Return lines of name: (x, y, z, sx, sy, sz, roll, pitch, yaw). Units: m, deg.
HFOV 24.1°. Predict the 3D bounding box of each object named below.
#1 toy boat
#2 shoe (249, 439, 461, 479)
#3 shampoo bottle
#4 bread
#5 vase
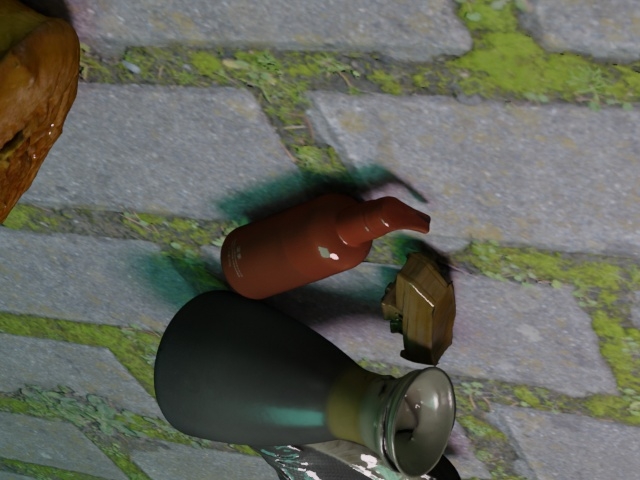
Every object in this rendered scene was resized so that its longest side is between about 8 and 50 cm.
toy boat: (0.098, 0.075, 1.568, 0.072, 0.064, 0.206, 30, 158, 17)
shoe: (-0.002, 0.297, 1.881, 0.336, 0.171, 0.132, 24, -164, -11)
shampoo bottle: (-0.002, 0.000, 1.486, 0.085, 0.085, 0.244, 38, 148, -27)
bread: (-0.318, -0.114, 1.359, 0.145, 0.268, 0.268, 34, 153, 3)
vase: (-0.017, 0.164, 1.641, 0.321, 0.173, 0.173, 11, 152, 39)
